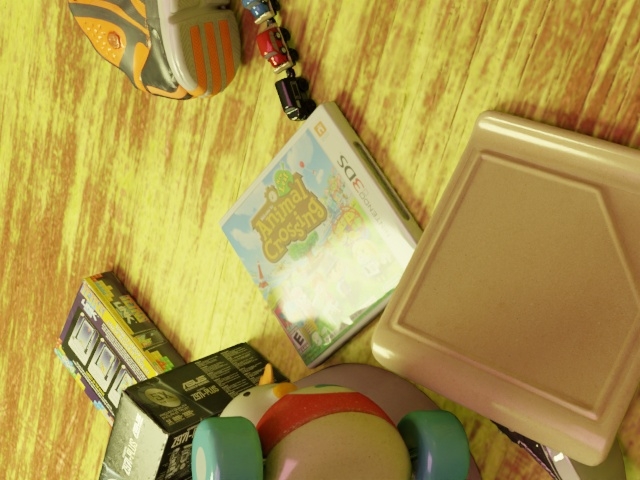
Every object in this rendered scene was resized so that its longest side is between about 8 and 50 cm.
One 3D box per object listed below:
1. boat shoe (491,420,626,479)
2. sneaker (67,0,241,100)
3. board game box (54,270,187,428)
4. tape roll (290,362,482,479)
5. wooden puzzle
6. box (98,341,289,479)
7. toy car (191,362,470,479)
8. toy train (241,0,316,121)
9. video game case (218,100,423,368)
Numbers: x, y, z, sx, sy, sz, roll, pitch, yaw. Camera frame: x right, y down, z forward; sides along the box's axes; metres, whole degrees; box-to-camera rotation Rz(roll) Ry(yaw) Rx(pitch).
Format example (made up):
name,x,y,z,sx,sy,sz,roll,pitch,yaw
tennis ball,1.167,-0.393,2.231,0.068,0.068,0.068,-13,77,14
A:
name,x,y,z,sx,sy,sz,roll,pitch,yaw
boat shoe,0.183,0.138,0.874,0.070,0.078,0.219,-43,65,40
sneaker,-0.191,-0.303,1.044,0.180,0.124,0.321,8,107,39
board game box,-0.255,0.147,1.285,0.170,0.048,0.141,47,127,22
tape roll,0.032,0.268,1.033,0.275,0.090,0.275,14,112,39
wooden puzzle,0.176,0.030,0.821,0.221,0.044,0.239,22,87,36
box,-0.138,0.210,1.106,0.077,0.180,0.147,38,125,28
toy car,-0.029,0.182,0.905,0.238,0.219,0.210,-125,42,-55
toy train,-0.045,-0.192,1.005,0.027,0.036,0.158,-22,87,43
video game case,0.000,0.000,1.029,0.212,0.023,0.193,-45,72,40
